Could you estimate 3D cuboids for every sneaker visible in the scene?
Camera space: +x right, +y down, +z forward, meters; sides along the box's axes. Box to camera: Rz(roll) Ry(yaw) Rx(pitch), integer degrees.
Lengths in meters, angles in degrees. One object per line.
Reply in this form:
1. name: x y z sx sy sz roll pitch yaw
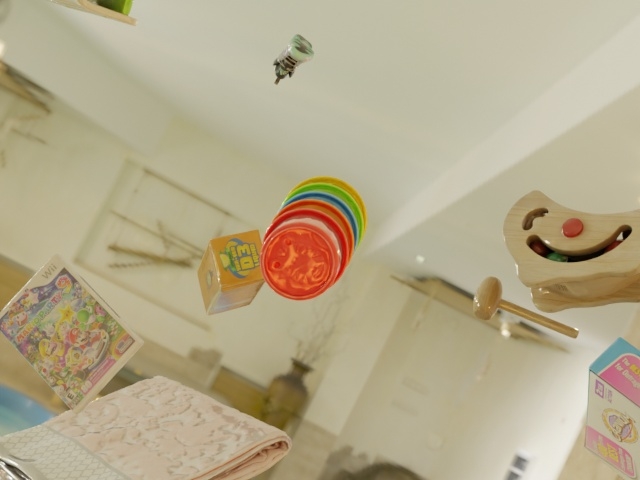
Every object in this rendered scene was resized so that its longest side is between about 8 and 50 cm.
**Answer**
1. sneaker: -0.041 -0.234 1.382 0.038 0.069 0.098 38 15 -7

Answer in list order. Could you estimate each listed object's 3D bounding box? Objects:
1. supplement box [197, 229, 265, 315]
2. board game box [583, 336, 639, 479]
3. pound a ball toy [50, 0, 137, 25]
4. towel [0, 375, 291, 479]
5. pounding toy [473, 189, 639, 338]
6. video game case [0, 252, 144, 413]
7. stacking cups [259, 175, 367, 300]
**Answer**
1. supplement box: -0.131 0.050 1.528 0.080 0.078 0.233 -12 -9 -11
2. board game box: 0.482 0.291 1.323 0.316 0.064 0.242 39 -20 32
3. pound a ball toy: -0.351 -0.443 1.497 0.136 0.208 0.319 16 8 -38
4. towel: -0.259 0.285 1.423 0.317 0.053 0.332 -18 21 -37
5. pounding toy: 0.343 0.030 1.413 0.270 0.154 0.155 -9 -39 27
6. video game case: -0.228 0.082 0.935 0.122 0.087 0.011 43 0 19
7. stacking cups: 0.000 0.000 0.970 0.096 0.096 0.316 27 8 -3
